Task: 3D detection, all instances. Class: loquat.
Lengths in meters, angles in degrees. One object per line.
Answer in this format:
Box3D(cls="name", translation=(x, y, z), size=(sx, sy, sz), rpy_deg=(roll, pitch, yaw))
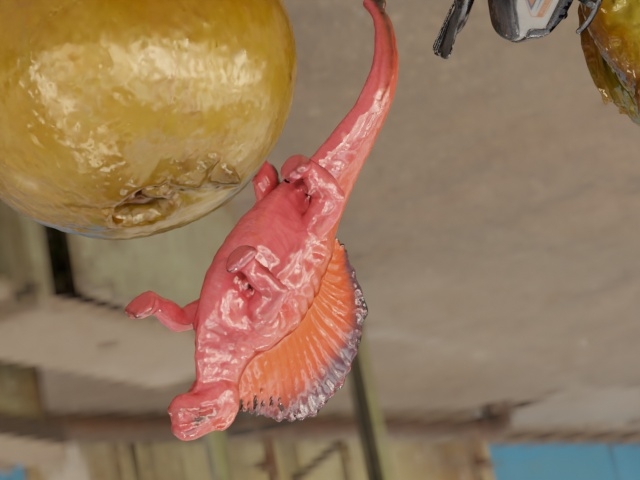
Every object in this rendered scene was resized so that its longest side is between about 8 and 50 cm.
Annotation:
Box3D(cls="loquat", translation=(-0.076, -0.065, 0.723), size=(0.141, 0.141, 0.141), rpy_deg=(-10, 162, -3))

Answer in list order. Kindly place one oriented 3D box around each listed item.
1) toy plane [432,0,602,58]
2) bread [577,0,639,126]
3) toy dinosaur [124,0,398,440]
Box3D(cls="toy plane", translation=(0.131, -0.184, 1.035), size=(0.078, 0.053, 0.197), rpy_deg=(12, 111, -28))
Box3D(cls="bread", translation=(0.221, -0.144, 1.121), size=(0.147, 0.261, 0.160), rpy_deg=(-17, 162, 13))
Box3D(cls="toy dinosaur", translation=(0.002, 0.008, 1.063), size=(0.070, 0.286, 0.139), rpy_deg=(2, 141, 46))
